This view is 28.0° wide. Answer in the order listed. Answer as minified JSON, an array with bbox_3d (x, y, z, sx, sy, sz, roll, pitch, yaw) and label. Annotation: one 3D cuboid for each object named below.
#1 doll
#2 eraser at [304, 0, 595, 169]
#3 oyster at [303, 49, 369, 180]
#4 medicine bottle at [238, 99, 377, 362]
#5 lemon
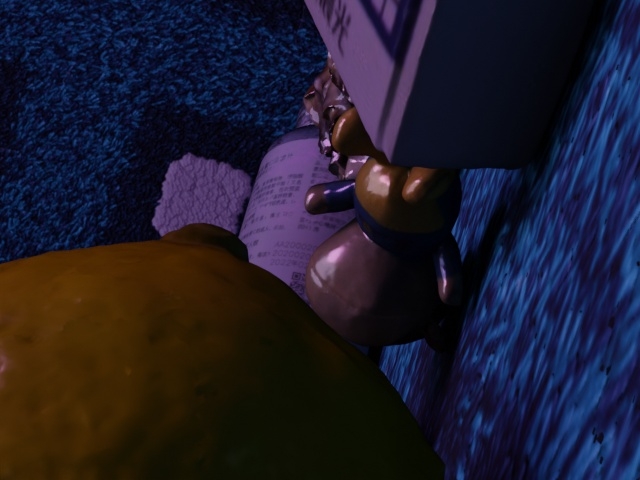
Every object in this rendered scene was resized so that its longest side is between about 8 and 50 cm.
[{"bbox_3d":[0.034,0.005,0.645,0.089,0.102,0.179,-43,-29,-16],"label":"doll"},{"bbox_3d":[0.036,-0.165,0.610,0.279,0.081,0.124,-112,27,-45],"label":"eraser"},{"bbox_3d":[0.055,-0.135,0.953,0.351,0.114,0.238,-78,4,-73],"label":"oyster"},{"bbox_3d":[0.000,0.000,1.130,0.141,0.141,0.293,107,178,-60],"label":"medicine bottle"},{"bbox_3d":[-0.068,0.135,0.408,0.233,0.233,0.288,115,163,-84],"label":"lemon"}]
